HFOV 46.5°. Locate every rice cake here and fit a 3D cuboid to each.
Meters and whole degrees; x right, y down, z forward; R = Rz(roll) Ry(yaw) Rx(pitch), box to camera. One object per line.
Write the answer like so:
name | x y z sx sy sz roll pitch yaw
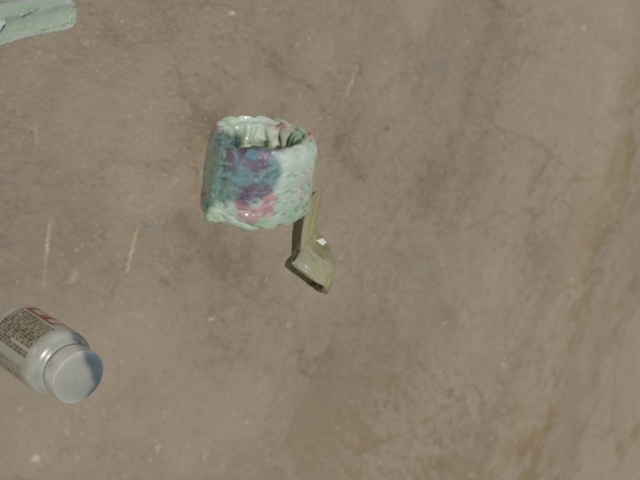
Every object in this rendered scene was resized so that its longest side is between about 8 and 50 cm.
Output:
rice cake | -0.368 -0.228 0.758 0.237 0.127 0.043 -49 159 -53

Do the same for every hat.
hat | 0.000 0.000 1.479 0.144 0.166 0.173 34 85 -7

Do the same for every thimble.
thimble | -0.107 -0.110 1.210 0.211 0.185 0.149 -28 135 -53

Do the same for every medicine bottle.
medicine bottle | -0.315 0.131 0.855 0.079 0.140 0.079 -24 123 -44
